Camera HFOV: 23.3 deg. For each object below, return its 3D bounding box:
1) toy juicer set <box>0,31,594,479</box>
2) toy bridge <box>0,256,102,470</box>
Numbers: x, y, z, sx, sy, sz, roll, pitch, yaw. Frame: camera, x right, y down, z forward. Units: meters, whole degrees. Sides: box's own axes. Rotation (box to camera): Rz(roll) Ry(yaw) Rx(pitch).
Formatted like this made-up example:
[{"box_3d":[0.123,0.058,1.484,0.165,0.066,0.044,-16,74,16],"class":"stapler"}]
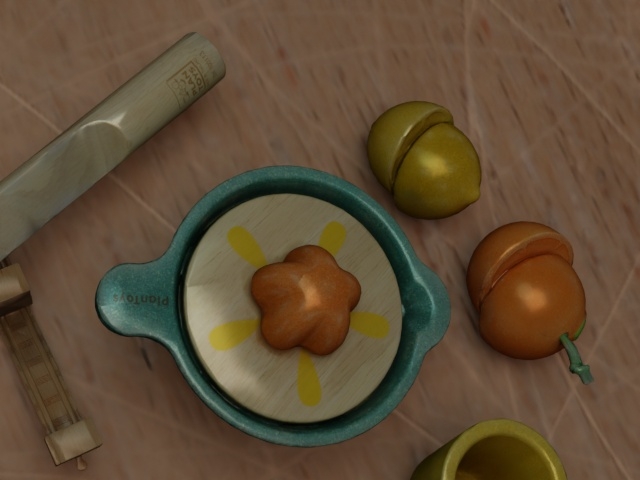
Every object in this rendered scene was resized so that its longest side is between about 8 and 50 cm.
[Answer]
[{"box_3d":[0.000,0.000,0.749,0.329,0.089,0.209,30,67,-12],"class":"toy juicer set"},{"box_3d":[-0.154,0.026,0.759,0.026,0.063,0.188,-24,86,-13],"class":"toy bridge"}]
